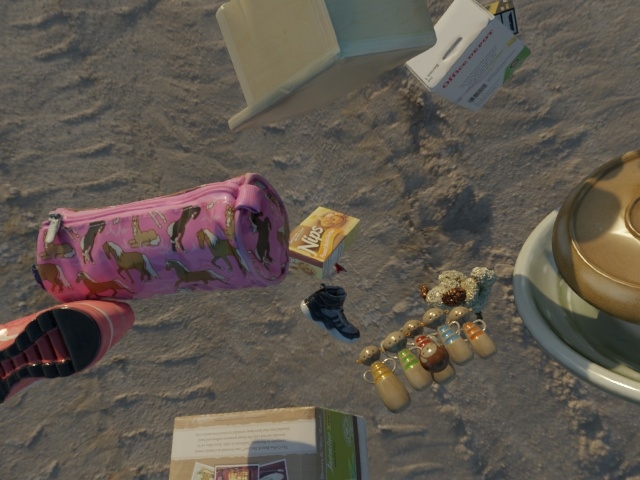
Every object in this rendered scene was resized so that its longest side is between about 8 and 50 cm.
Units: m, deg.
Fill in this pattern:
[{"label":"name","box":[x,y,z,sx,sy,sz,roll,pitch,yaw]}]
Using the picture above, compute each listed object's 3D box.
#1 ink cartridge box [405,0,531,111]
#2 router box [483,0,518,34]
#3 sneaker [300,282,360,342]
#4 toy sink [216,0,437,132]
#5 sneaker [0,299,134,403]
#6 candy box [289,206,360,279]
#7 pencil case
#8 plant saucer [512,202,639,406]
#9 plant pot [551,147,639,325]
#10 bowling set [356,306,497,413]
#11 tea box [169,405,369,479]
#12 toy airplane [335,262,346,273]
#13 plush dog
[{"label":"ink cartridge box","box":[0.375,-0.458,1.146,0.201,0.278,0.117,-49,62,31]},{"label":"router box","box":[0.512,-0.705,1.504,0.243,0.309,0.081,-10,117,25]},{"label":"sneaker","box":[0.070,0.266,1.689,0.269,0.101,0.153,35,109,-14]},{"label":"toy sink","box":[-0.016,-0.234,0.531,0.153,0.234,0.131,-25,99,-36]},{"label":"sneaker","box":[-0.414,0.162,0.673,0.314,0.136,0.115,-16,93,13]},{"label":"candy box","box":[0.000,0.000,1.686,0.183,0.316,0.087,19,129,21]},{"label":"pencil case","box":[-0.232,0.006,0.672,0.386,0.167,0.160,-7,86,20]},{"label":"plant saucer","box":[0.443,0.049,0.525,0.400,0.400,0.100,-34,117,-2]},{"label":"plant pot","box":[0.364,-0.022,0.473,0.236,0.236,0.032,-50,127,-3]},{"label":"bowling set","box":[0.216,0.204,0.919,0.287,0.200,0.154,-28,58,-7]},{"label":"tea box","box":[-0.095,0.493,0.985,0.329,0.323,0.219,-12,63,19]},{"label":"toy airplane","box":[0.049,0.076,1.835,0.028,0.151,0.151,-39,87,21]},{"label":"plush dog","box":[0.488,0.209,1.659,0.226,0.262,0.210,-1,83,-23]}]
